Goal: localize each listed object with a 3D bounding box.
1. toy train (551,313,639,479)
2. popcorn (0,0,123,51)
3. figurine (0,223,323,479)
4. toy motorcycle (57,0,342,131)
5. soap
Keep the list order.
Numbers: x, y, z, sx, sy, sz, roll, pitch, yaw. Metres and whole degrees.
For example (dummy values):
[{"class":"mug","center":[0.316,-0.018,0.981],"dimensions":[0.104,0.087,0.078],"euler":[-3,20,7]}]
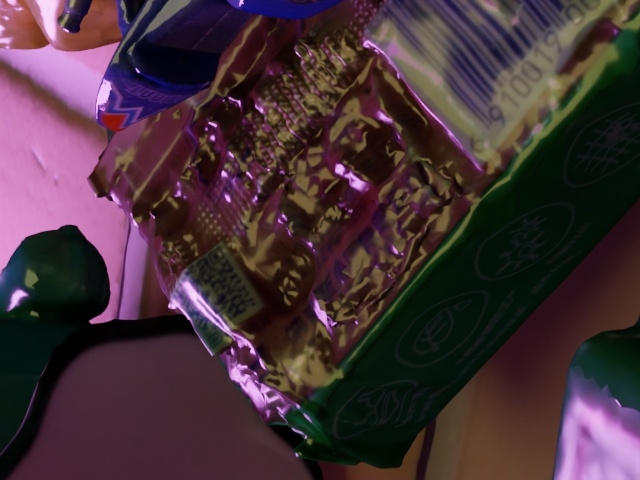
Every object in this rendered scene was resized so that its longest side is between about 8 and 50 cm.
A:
[{"class":"toy train","center":[0.144,0.122,0.360],"dimensions":[0.249,0.178,0.429],"euler":[31,119,60]},{"class":"popcorn","center":[-0.109,-0.200,0.632],"dimensions":[0.215,0.252,0.286],"euler":[54,-174,-24]},{"class":"figurine","center":[-0.168,0.156,0.744],"dimensions":[0.340,0.231,0.324],"euler":[-19,65,52]},{"class":"toy motorcycle","center":[-0.013,-0.114,0.437],"dimensions":[0.205,0.076,0.114],"euler":[-24,73,40]},{"class":"soap","center":[0.043,-0.060,0.491],"dimensions":[0.273,0.098,0.218],"euler":[-52,53,28]}]
